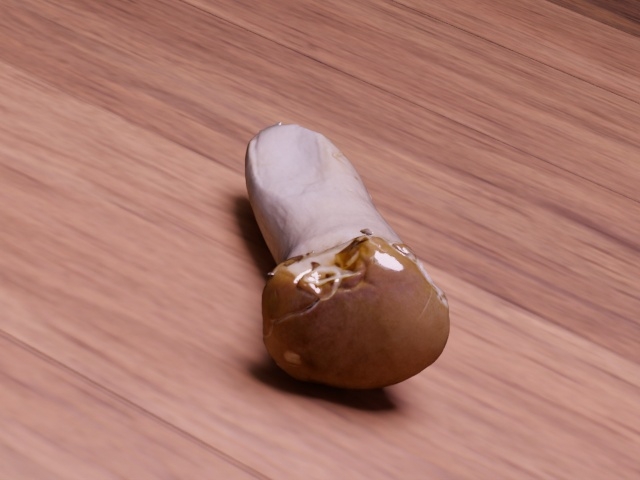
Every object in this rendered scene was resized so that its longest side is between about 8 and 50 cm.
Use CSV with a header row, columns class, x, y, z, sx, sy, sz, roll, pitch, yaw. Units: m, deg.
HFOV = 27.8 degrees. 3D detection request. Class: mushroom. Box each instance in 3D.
class,x,y,z,sx,sy,sz,roll,pitch,yaw
mushroom,0.000,0.000,0.652,0.084,0.071,0.209,-17,29,-4
